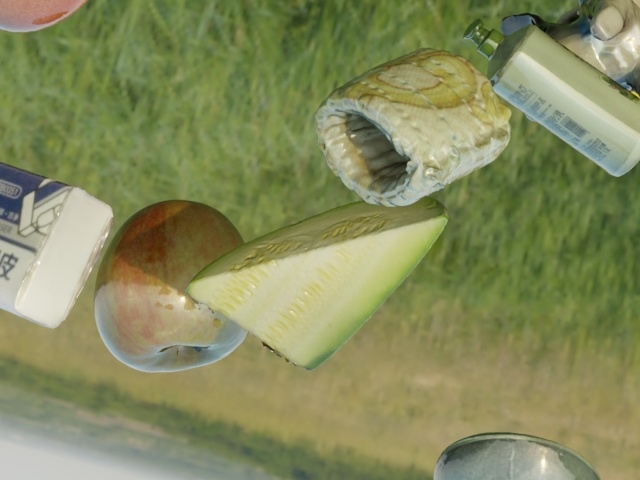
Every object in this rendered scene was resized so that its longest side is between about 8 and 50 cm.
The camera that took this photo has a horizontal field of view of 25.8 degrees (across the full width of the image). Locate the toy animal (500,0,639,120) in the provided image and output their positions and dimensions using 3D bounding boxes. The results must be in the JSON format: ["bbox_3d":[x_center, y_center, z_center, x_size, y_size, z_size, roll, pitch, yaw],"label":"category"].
[{"bbox_3d":[0.349,-0.244,1.757,0.194,0.344,0.303,52,146,-10],"label":"toy animal"}]

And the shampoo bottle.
[{"bbox_3d":[0.260,-0.170,1.554,0.234,0.087,0.118,35,179,-2],"label":"shampoo bottle"}]

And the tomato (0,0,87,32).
[{"bbox_3d":[-0.387,-0.379,1.742,0.256,0.224,0.256,31,174,4],"label":"tomato"}]

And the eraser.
[{"bbox_3d":[-0.298,-0.007,1.292,0.210,0.124,0.068,18,171,40],"label":"eraser"}]

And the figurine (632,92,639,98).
[{"bbox_3d":[0.501,-0.229,2.152,0.344,0.215,0.187,-7,150,-35],"label":"figurine"}]

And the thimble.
[{"bbox_3d":[0.100,-0.116,1.466,0.143,0.137,0.190,-26,-149,-28],"label":"thimble"}]

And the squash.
[{"bbox_3d":[0.000,0.000,1.677,0.203,0.288,0.111,34,-149,-5],"label":"squash"}]

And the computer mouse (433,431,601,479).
[{"bbox_3d":[0.179,0.340,1.403,0.167,0.090,0.379,9,128,8],"label":"computer mouse"}]

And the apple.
[{"bbox_3d":[-0.221,0.068,2.111,0.257,0.234,0.257,-12,162,-4],"label":"apple"}]
